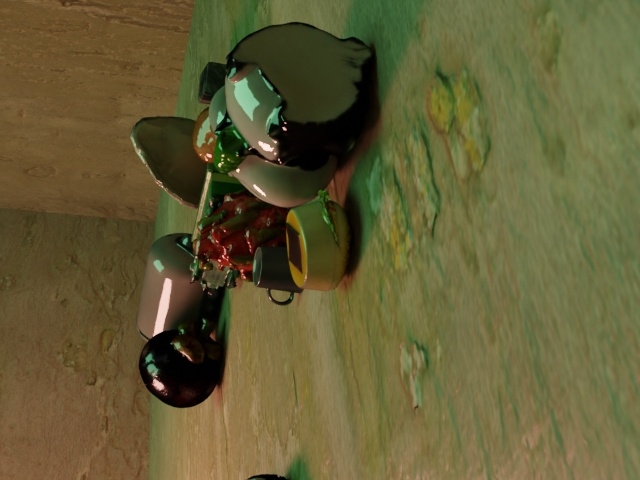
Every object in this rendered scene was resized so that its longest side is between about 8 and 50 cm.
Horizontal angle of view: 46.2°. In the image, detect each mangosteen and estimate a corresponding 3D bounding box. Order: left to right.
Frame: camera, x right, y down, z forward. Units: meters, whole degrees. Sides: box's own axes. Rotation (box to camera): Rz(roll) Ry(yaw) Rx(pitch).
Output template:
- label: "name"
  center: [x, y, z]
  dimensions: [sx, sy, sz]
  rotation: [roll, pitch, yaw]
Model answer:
- label: "mangosteen"
  center: [-0.339, 0.299, 1.907]
  dimensions: [0.250, 0.211, 0.211]
  rotation: [-52, 22, 5]

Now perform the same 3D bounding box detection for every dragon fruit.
- label: "dragon fruit"
  center: [-0.138, -0.009, 1.333]
  dimensions: [0.166, 0.172, 0.160]
  rotation: [134, 138, -66]

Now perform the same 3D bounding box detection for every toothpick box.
- label: "toothpick box"
  center: [-0.366, 0.124, 2.020]
  dimensions: [0.229, 0.229, 0.316]
  rotation: [-110, 32, -55]

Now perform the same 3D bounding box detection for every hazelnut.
- label: "hazelnut"
  center: [-0.223, -0.250, 1.749]
  dimensions: [0.150, 0.150, 0.150]
  rotation: [-175, 90, -73]

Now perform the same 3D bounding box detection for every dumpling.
- label: "dumpling"
  center: [-0.332, -0.188, 1.929]
  dimensions: [0.341, 0.181, 0.260]
  rotation: [71, 174, -77]

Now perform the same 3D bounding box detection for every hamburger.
- label: "hamburger"
  center: [0.000, 0.000, 1.037]
  dimensions: [0.126, 0.081, 0.141]
  rotation: [172, 91, -75]

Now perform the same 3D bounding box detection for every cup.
- label: "cup"
  center: [-0.070, 0.059, 1.252]
  dimensions: [0.078, 0.077, 0.100]
  rotation: [-167, 82, -73]

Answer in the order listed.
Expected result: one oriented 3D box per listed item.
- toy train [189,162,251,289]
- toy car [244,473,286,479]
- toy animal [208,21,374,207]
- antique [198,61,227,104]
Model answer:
- label: "toy train"
  center: [-0.229, -0.022, 1.740]
  dimensions: [0.301, 0.120, 0.202]
  rotation: [113, 159, -45]
- label: "toy car"
  center: [-0.121, 0.494, 1.235]
  dimensions: [0.301, 0.118, 0.193]
  rotation: [121, 152, -53]
- label: "toy animal"
  center: [-0.058, -0.163, 1.057]
  dimensions: [0.267, 0.212, 0.213]
  rotation: [125, 147, -52]
- label: "antique"
  center: [-0.293, -0.438, 2.121]
  dimensions: [0.183, 0.088, 0.086]
  rotation: [180, 96, -73]
